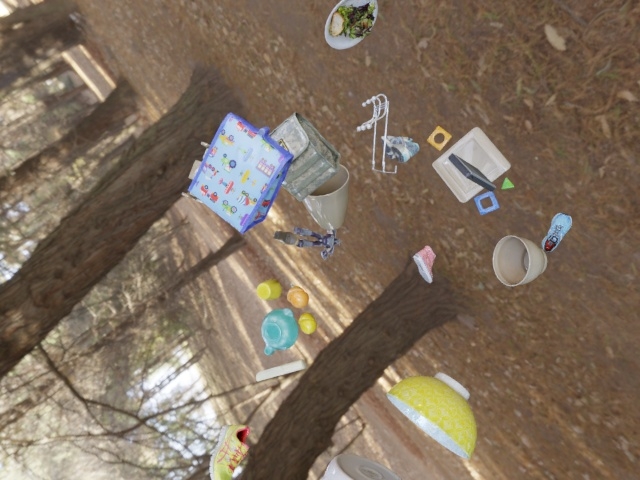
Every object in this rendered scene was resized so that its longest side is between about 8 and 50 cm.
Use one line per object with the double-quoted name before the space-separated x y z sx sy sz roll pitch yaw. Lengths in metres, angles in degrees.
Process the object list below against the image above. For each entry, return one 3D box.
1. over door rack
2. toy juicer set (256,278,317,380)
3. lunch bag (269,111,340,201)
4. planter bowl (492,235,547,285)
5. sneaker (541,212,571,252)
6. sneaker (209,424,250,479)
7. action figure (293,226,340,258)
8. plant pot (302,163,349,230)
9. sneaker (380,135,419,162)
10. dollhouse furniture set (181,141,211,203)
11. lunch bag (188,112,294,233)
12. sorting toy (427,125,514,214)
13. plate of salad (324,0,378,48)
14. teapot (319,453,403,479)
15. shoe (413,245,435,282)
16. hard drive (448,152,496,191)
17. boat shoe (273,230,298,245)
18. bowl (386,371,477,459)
"over door rack" 0.233 -0.446 1.955 0.239 0.108 0.325 -114 15 -78
"toy juicer set" -0.102 0.293 1.459 0.209 0.330 0.089 1 -179 23
"lunch bag" -0.094 -0.339 1.822 0.287 0.235 0.169 41 -149 -25
"planter bowl" 0.659 0.066 1.476 0.162 0.109 0.162 -179 90 -71
"sneaker" 0.833 -0.020 1.601 0.063 0.073 0.162 22 124 20
"sneaker" -0.257 0.624 1.325 0.209 0.094 0.082 -87 -22 -55
"action figure" 0.000 0.000 2.316 0.099 0.284 0.186 -4 82 52
"plant pot" 0.032 -0.188 2.188 0.256 0.256 0.274 39 155 42
"sneaker" 0.400 -0.470 2.287 0.110 0.122 0.283 67 173 -33
"dollhouse furniture set" -0.391 -0.234 1.647 0.241 0.212 0.161 21 180 26
"lunch bag" -0.224 -0.209 1.329 0.220 0.138 0.293 38 123 7
"sorting toy" 0.508 -0.255 1.541 0.348 0.196 0.047 57 -157 15
"plate of salad" 0.106 -0.701 1.470 0.048 0.199 0.200 58 171 24
"teapot" 0.113 0.724 1.239 0.255 0.187 0.252 14 175 43
"shoe" 0.465 0.103 1.957 0.063 0.081 0.178 38 164 53
"hard drive" 0.418 -0.186 1.251 0.135 0.022 0.094 16 -147 -41
"boat shoe" -0.123 -0.007 1.726 0.135 0.050 0.045 21 176 46
"bowl" 0.361 0.498 1.375 0.289 0.156 0.289 37 163 13
